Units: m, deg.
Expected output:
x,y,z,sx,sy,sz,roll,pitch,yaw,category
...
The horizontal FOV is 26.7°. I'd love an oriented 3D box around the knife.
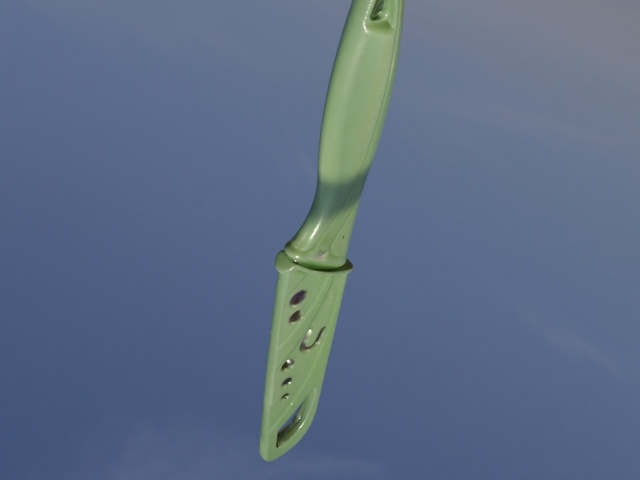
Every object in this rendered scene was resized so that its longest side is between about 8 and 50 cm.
x,y,z,sx,sy,sz,roll,pitch,yaw,category
0.000,0.000,0.422,0.030,0.207,0.014,-22,-130,-32,knife
